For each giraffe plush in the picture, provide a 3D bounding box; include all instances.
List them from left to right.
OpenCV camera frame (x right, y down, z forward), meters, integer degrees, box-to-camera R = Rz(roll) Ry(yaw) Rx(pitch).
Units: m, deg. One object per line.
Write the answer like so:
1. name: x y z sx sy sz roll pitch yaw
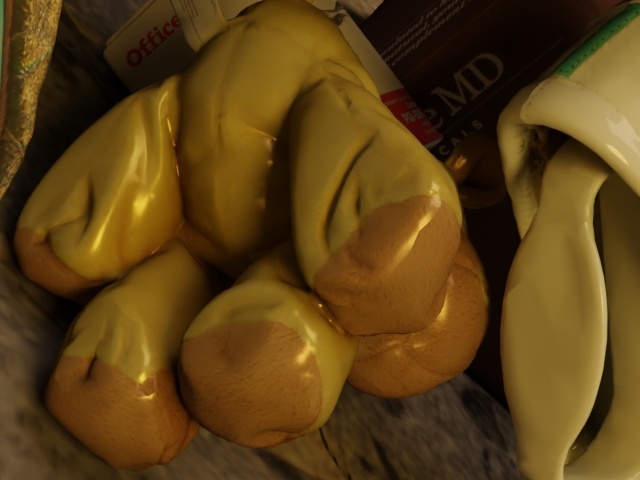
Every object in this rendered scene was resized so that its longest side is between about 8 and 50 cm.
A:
1. giraffe plush: 0.000 0.000 0.538 0.170 0.181 0.210 39 41 -49

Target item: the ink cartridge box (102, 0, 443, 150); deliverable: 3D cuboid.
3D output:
1. ink cartridge box: -0.023 -0.070 0.654 0.135 0.099 0.056 53 25 3

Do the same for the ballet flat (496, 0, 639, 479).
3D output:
1. ballet flat: 0.133 0.099 0.570 0.139 0.139 0.400 -57 140 -63

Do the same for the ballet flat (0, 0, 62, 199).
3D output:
1. ballet flat: -0.114 -0.159 0.386 0.123 0.349 0.123 13 29 -7

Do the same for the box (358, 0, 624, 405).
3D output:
1. box: 0.175 0.007 0.773 0.381 0.191 0.143 42 28 -17
